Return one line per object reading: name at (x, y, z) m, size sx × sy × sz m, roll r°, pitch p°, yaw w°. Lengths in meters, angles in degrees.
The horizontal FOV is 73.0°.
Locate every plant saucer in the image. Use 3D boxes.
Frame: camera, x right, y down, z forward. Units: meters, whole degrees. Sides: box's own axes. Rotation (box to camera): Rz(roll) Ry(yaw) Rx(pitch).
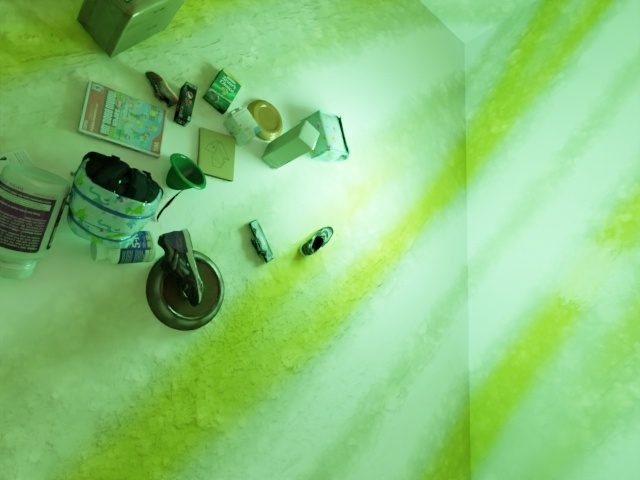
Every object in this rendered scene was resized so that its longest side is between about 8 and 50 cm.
plant saucer at (-0.492, 0.181, 1.627) m, size 0.310 × 0.050 × 0.311 m, roll 12°, pitch 72°, yaw -40°
plant saucer at (-0.255, -0.568, 2.025) m, size 0.199 × 0.037 × 0.200 m, roll 12°, pitch 71°, yaw -38°

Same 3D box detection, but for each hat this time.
hat at (-0.573, -0.214, 1.676) m, size 0.173 × 0.183 × 0.208 m, roll 52°, pitch 18°, yaw -6°

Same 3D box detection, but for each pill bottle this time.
pill bottle at (-0.847, -0.050, 1.231) m, size 0.169 × 0.169 × 0.302 m, roll 18°, pitch 100°, yaw -36°
pill bottle at (-0.669, 0.023, 1.469) m, size 0.186 × 0.112 × 0.112 m, roll -3°, pitch 81°, yaw -41°

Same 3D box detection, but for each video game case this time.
video game case at (-0.722, -0.442, 1.599) m, size 0.285 × 0.025 × 0.204 m, roll 15°, pitch 69°, yaw -38°

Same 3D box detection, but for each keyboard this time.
keyboard at (-0.270, 0.008, 1.880) m, size 0.192 × 0.038 × 0.100 m, roll 66°, pitch 25°, yaw -5°

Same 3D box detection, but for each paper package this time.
paper package at (-0.666, -0.859, 1.562) m, size 0.168 × 0.309 × 0.325 m, roll 51°, pitch 53°, yaw -19°

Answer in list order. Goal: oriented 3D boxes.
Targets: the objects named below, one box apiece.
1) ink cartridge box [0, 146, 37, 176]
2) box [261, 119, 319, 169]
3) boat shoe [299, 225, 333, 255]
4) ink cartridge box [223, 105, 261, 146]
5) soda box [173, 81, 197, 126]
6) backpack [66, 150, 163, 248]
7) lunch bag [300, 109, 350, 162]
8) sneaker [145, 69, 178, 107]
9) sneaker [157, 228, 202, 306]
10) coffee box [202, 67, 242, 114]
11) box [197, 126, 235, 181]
ink cartridge box at (-0.953, -0.168, 1.288) m, size 0.203 × 0.085 × 0.148 m, roll -38°, pitch 105°, yaw -40°
box at (-0.137, -0.422, 1.929) m, size 0.094 × 0.275 × 0.113 m, roll 37°, pitch 57°, yaw -30°
boat shoe at (0.000, 0.000, 2.077) m, size 0.233 × 0.079 × 0.084 m, roll -40°, pitch 104°, yaw -41°
ink cartridge box at (-0.347, -0.505, 1.894) m, size 0.143 × 0.089 × 0.092 m, roll 55°, pitch 50°, yaw -14°
soda box at (-0.547, -0.552, 1.753) m, size 0.053 × 0.060 × 0.169 m, roll 19°, pitch 68°, yaw -35°
backpack at (-0.651, -0.129, 1.368) m, size 0.290 × 0.355 × 0.274 m, roll 31°, pitch 83°, yaw -29°
lunch bag at (0.050, -0.522, 2.201) m, size 0.262 × 0.160 × 0.224 m, roll -5°, pitch 79°, yaw -53°
sneaker at (-0.631, -0.592, 1.694) m, size 0.158 × 0.061 × 0.065 m, roll 47°, pitch 60°, yaw -22°
sneaker at (-0.510, 0.108, 1.548) m, size 0.124 × 0.107 × 0.284 m, roll -13°, pitch 84°, yaw -27°
coffee box at (-0.427, -0.656, 1.895) m, size 0.113 × 0.040 × 0.184 m, roll 39°, pitch 57°, yaw -27°
box at (-0.439, -0.361, 1.825) m, size 0.164 × 0.021 × 0.202 m, roll 11°, pitch 73°, yaw -39°
